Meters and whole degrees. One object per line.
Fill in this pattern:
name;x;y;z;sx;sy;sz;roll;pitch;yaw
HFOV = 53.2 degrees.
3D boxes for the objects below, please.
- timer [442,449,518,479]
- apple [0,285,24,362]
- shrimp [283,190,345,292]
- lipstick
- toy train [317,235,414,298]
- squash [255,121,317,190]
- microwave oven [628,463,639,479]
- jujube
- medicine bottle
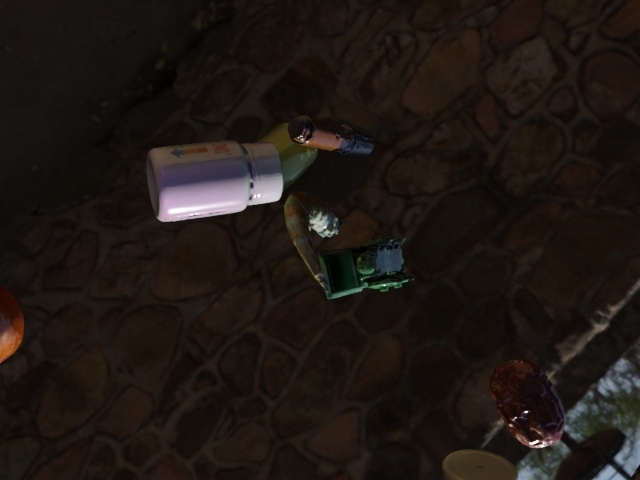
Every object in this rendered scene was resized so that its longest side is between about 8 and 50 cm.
timer;0.373;0.662;1.531;0.175;0.175;0.265;-16;110;-58
apple;-0.589;0.146;1.086;0.164;0.139;0.163;-14;-166;3
shrimp;-0.019;-0.028;1.514;0.068;0.185;0.287;-34;-154;20
lipstick;0.033;-0.251;1.560;0.077;0.077;0.418;-52;163;18
toy train;0.133;0.071;1.738;0.202;0.145;0.266;-13;175;24
squash;-0.117;-0.171;1.499;0.247;0.133;0.132;-50;169;-44
microwave oven;0.368;0.390;0.651;0.333;0.247;0.394;-35;144;-41
jujube;0.590;0.461;1.823;0.174;0.250;0.174;-21;171;-4
medicine bottle;-0.214;-0.126;1.299;0.255;0.151;0.152;-9;146;-23
